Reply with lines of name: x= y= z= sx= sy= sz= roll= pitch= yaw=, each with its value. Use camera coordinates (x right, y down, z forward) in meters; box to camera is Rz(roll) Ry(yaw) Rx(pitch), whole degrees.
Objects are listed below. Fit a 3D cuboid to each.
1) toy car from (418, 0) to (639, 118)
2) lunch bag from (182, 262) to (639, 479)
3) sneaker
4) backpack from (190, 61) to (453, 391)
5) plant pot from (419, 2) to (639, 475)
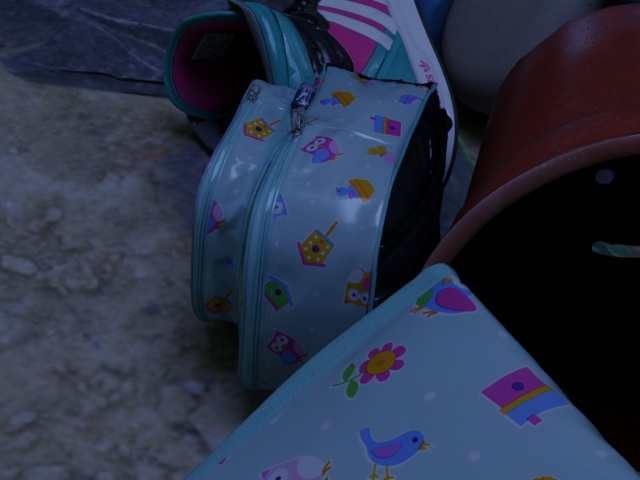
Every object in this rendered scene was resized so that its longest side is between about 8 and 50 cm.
toy car: x=0.229 y=-0.164 z=1.145 sx=0.238 sy=0.210 sz=0.219 roll=19 pitch=15 yaw=-36
lunch bag: x=0.026 y=0.179 z=0.635 sx=0.262 sy=0.160 sz=0.223 roll=-38 pitch=42 yaw=-3
sneaker: x=-0.027 y=-0.142 z=1.074 sx=0.178 sy=0.124 sz=0.295 roll=5 pitch=40 yaw=-22
backpack: x=0.000 y=0.000 z=0.864 sx=0.144 sy=0.166 sz=0.188 roll=8 pitch=35 yaw=2
plant pot: x=0.190 y=0.004 z=0.852 sx=0.272 sy=0.272 sz=0.265 roll=12 pitch=31 yaw=1
